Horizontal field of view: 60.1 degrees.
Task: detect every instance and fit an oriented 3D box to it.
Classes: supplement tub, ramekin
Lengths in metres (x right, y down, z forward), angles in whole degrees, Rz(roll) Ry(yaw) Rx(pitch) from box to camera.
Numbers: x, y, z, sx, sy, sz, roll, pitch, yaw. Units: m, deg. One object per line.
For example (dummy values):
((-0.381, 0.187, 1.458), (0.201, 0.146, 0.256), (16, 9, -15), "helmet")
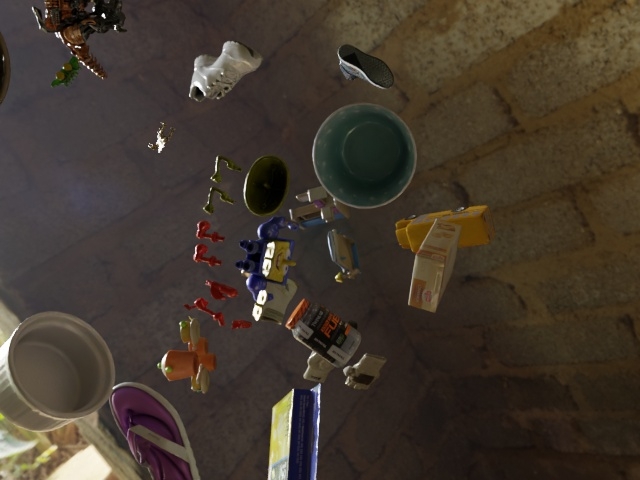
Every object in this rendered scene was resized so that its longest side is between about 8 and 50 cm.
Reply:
((0.007, 0.250, 1.510), (0.117, 0.190, 0.117), (-55, 3, 5), "supplement tub")
((-0.663, 0.328, 1.360), (0.135, 0.277, 0.277), (-35, 8, 21), "ramekin")

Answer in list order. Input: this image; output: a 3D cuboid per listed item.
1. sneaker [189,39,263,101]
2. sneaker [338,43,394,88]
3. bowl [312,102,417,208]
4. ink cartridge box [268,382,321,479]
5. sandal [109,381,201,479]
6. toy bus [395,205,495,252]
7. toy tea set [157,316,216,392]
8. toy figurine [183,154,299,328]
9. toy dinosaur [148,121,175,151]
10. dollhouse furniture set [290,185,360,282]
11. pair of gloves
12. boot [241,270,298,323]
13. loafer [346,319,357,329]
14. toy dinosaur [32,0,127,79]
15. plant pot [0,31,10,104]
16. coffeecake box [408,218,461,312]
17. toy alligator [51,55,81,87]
((-0.261, -0.454, 1.520), (0.297, 0.111, 0.130), (-2, 69, 51), "sneaker")
((0.165, -0.610, 2.002), (0.086, 0.226, 0.163), (-54, -3, -1), "sneaker")
((0.145, -0.268, 1.697), (0.311, 0.312, 0.163), (-30, 8, 21), "bowl")
((-0.083, 0.601, 1.614), (0.307, 0.072, 0.304), (121, 157, -54), "ink cartridge box")
((-0.438, 0.569, 1.492), (0.169, 0.417, 0.102), (-24, 12, 10), "sandal")
((0.407, -0.033, 1.853), (0.332, 0.108, 0.130), (-9, 17, 34), "toy bus")
((-0.449, 0.407, 1.861), (0.124, 0.336, 0.200), (-4, 54, 3), "toy tea set")
((-0.138, 0.008, 1.228), (0.191, 0.363, 0.217), (8, -4, 21), "toy figurine")
((-0.512, -0.334, 1.810), (0.183, 0.053, 0.093), (2, 75, 60), "toy dinosaur")
((0.000, 0.000, 2.097), (0.198, 0.304, 0.286), (-16, -21, 18), "dollhouse furniture set")
((0.077, 0.402, 1.770), (0.204, 0.240, 0.042), (104, 177, -46), "pair of gloves")
((-0.202, 0.188, 1.920), (0.077, 0.213, 0.165), (83, -152, -68), "boot")
((0.071, 0.288, 1.767), (0.062, 0.061, 0.170), (-35, -17, -29), "loafer")
((-0.695, -0.632, 1.593), (0.218, 0.164, 0.322), (-38, -21, -25), "toy dinosaur")
((-0.883, -0.404, 1.209), (0.323, 0.323, 0.280), (-37, 36, -23), "plant pot")
((0.273, 0.057, 1.313), (0.068, 0.143, 0.185), (15, 33, 19), "coffeecake box")
((-0.873, -0.605, 1.951), (0.190, 0.051, 0.056), (-53, 11, -4), "toy alligator")
